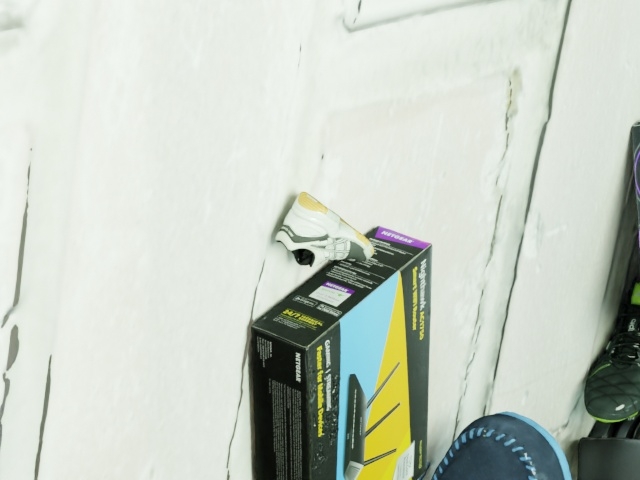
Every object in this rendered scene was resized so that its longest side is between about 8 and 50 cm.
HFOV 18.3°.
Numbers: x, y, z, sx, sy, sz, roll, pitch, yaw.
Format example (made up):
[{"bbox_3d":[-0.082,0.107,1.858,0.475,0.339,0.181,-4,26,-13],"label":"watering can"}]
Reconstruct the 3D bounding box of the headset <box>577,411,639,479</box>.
[{"bbox_3d":[0.345,0.170,1.660,0.394,0.243,0.185,34,59,-75],"label":"headset"}]

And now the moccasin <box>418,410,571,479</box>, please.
[{"bbox_3d":[0.082,0.285,1.362,0.117,0.138,0.342,-4,112,-51],"label":"moccasin"}]

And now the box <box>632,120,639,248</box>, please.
[{"bbox_3d":[0.359,0.004,1.581,0.270,0.143,0.165,23,62,-61],"label":"box"}]

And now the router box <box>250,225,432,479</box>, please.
[{"bbox_3d":[0.015,0.098,1.217,0.133,0.046,0.179,-38,139,-43],"label":"router box"}]

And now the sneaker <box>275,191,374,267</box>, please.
[{"bbox_3d":[0.000,0.000,1.152,0.037,0.032,0.083,-54,145,2],"label":"sneaker"}]

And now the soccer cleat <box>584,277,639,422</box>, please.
[{"bbox_3d":[0.256,0.076,1.603,0.179,0.060,0.072,-49,136,-42],"label":"soccer cleat"}]
